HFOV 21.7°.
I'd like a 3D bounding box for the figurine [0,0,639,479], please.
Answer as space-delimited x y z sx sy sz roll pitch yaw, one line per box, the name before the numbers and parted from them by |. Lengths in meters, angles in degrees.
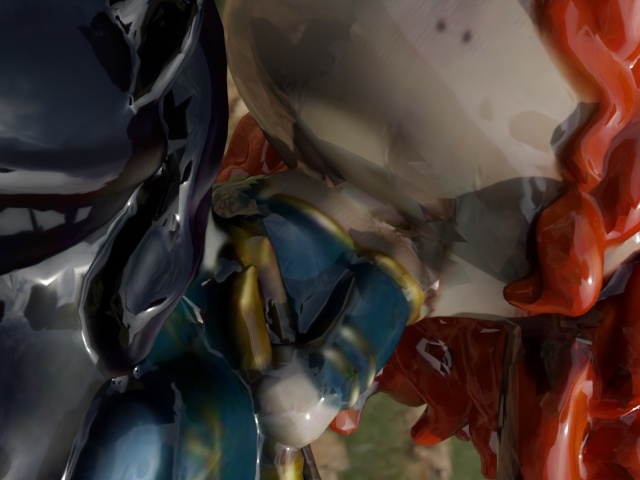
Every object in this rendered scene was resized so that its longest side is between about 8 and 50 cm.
figurine | -0.010 -0.002 0.510 0.412 0.241 0.306 -19 106 -29
